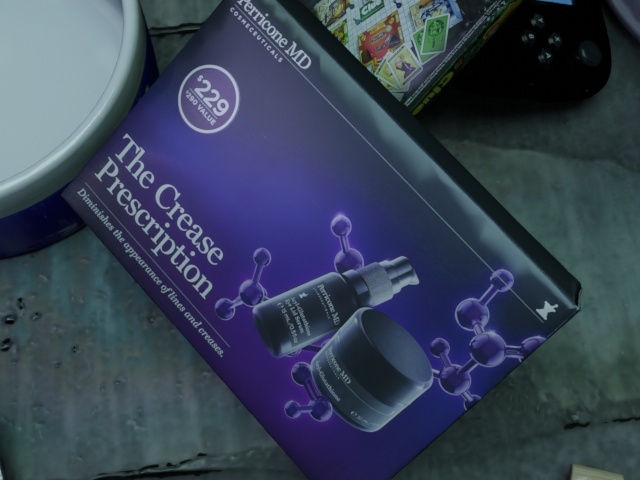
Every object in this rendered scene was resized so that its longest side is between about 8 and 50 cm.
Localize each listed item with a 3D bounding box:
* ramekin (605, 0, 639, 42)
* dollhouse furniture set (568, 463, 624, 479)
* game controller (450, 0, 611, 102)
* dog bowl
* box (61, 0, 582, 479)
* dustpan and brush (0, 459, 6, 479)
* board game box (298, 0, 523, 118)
[{"bbox_3d":[0.330,-0.248,0.583,0.272,0.127,0.273,0,92,13],"label":"ramekin"},{"bbox_3d":[0.230,0.136,0.512,0.160,0.101,0.182,10,71,4],"label":"dollhouse furniture set"},{"bbox_3d":[0.127,-0.255,0.631,0.166,0.067,0.319,0,74,-37],"label":"game controller"},{"bbox_3d":[-0.253,-0.123,0.604,0.264,0.104,0.265,0,70,0],"label":"dog bowl"},{"bbox_3d":[0.000,0.000,0.513,0.261,0.103,0.184,46,103,9],"label":"box"},{"bbox_3d":[-0.280,0.105,0.547,0.147,0.060,0.211,-5,71,-1],"label":"dustpan and brush"},{"bbox_3d":[0.000,-0.110,0.575,0.136,0.030,0.260,46,106,12],"label":"board game box"}]
